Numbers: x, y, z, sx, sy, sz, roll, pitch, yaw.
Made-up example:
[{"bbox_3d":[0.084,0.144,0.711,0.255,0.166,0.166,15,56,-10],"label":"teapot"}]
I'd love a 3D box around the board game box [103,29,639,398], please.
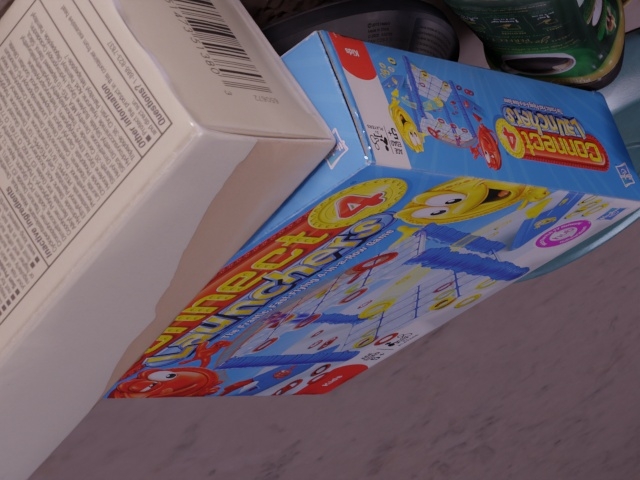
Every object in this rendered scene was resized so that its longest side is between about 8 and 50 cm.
[{"bbox_3d":[0.000,0.000,1.163,0.308,0.086,0.302,-34,157,33],"label":"board game box"}]

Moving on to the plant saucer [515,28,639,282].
[{"bbox_3d":[0.223,-0.059,1.520,0.317,0.044,0.318,-28,155,-14],"label":"plant saucer"}]

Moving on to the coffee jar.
[{"bbox_3d":[0.137,-0.154,1.162,0.096,0.079,0.184,1,165,19],"label":"coffee jar"}]

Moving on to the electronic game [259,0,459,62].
[{"bbox_3d":[-0.016,-0.080,1.160,0.229,0.048,0.229,-22,159,-9],"label":"electronic game"}]

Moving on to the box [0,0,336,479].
[{"bbox_3d":[-0.154,-0.004,1.011,0.311,0.148,0.121,-45,155,27],"label":"box"}]

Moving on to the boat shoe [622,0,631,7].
[{"bbox_3d":[0.241,-0.221,1.227,0.153,0.048,0.056,-41,156,16],"label":"boat shoe"}]
